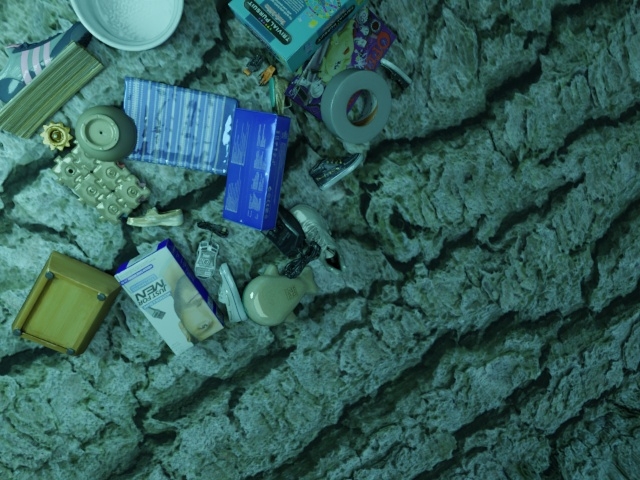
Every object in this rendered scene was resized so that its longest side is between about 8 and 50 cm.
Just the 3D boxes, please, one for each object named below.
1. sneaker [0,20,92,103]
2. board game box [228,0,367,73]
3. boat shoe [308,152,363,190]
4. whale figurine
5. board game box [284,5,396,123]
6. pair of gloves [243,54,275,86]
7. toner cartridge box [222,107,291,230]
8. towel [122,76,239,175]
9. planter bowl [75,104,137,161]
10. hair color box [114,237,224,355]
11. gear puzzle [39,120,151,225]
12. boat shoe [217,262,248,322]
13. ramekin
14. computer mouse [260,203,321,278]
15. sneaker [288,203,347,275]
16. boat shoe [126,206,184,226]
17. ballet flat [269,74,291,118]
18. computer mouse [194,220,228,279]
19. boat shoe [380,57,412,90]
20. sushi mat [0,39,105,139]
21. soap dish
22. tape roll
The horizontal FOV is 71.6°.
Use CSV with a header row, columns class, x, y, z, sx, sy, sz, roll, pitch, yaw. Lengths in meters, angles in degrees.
class,x,y,z,sx,sy,sz,roll,pitch,yaw
sneaker,-0.759,-0.498,1.190,0.319,0.112,0.131,-44,110,0
board game box,-0.048,-0.683,1.249,0.336,0.079,0.253,-43,79,3
boat shoe,0.051,-0.249,1.463,0.183,0.065,0.083,-38,111,1
whale figurine,-0.141,0.183,1.529,0.272,0.141,0.216,-25,97,-29
board game box,0.063,-0.539,1.365,0.208,0.056,0.346,26,99,-39
pair of gloves,-0.187,-0.520,1.362,0.083,0.010,0.074,36,97,-16
toner cartridge box,-0.200,-0.218,1.367,0.165,0.075,0.347,18,106,29
towel,-0.426,-0.339,1.348,0.336,0.040,0.243,7,103,-14
planter bowl,-0.608,-0.301,1.245,0.162,0.109,0.161,-3,101,-15
hair color box,-0.483,0.186,1.453,0.185,0.110,0.338,-31,112,-3
gear puzzle,-0.689,-0.209,1.328,0.175,0.044,0.339,-43,108,1
boat shoe,-0.311,0.186,1.501,0.076,0.083,0.226,-19,110,-8
ramekin,-0.505,-0.648,1.189,0.278,0.135,0.277,-3,106,-11
computer mouse,-0.115,-0.023,1.453,0.272,0.072,0.188,50,128,7
sneaker,0.000,0.000,1.499,0.110,0.118,0.292,-37,109,2
boat shoe,-0.517,-0.076,1.395,0.170,0.063,0.059,-3,104,-21
ballet flat,-0.122,-0.404,1.381,0.067,0.073,0.206,-5,110,-23
computer mouse,-0.374,0.035,1.468,0.106,0.042,0.192,13,97,-20
boat shoe,0.238,-0.529,1.418,0.142,0.049,0.040,22,109,-38
sushi mat,-0.736,-0.401,1.206,0.316,0.151,0.019,-42,85,2
soap dish,-0.792,0.207,1.384,0.229,0.118,0.290,30,99,-19
tape roll,0.112,-0.416,1.378,0.219,0.072,0.219,-13,121,-23
